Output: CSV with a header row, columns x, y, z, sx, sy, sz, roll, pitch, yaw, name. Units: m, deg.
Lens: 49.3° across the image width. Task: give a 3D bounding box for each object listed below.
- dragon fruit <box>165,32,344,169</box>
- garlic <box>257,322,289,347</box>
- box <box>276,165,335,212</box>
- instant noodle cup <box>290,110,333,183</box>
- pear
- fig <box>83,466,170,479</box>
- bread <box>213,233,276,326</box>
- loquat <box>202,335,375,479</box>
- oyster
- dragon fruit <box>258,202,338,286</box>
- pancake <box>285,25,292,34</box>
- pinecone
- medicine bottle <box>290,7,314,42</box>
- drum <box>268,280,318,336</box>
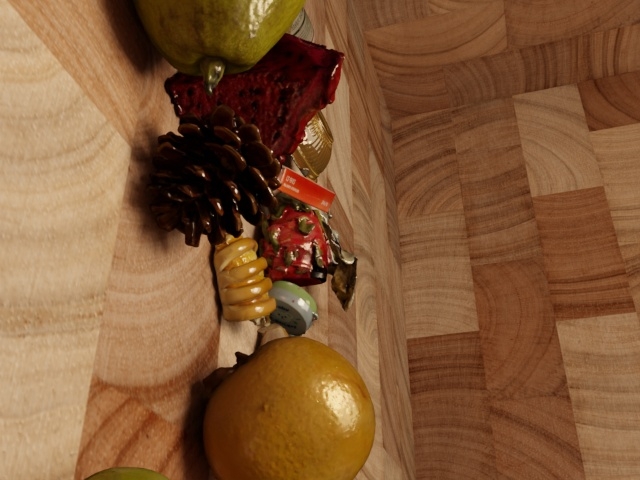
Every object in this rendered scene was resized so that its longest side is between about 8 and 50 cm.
x,y,z,sx,sy,sz,roll,pitch,yaw,name
-0.105,-0.233,1.160,0.240,0.330,0.302,-9,92,-54,dragon fruit
-0.066,0.268,1.360,0.128,0.090,0.198,-99,169,-62,garlic
-0.072,-0.123,1.417,0.229,0.123,0.050,22,94,-60,box
-0.034,-0.268,1.651,0.274,0.090,0.274,61,11,-21,instant noodle cup
-0.149,-0.393,1.034,0.287,0.287,0.375,39,53,-70,pear
-0.210,0.305,0.706,0.136,0.120,0.153,64,45,-63,fig
-0.133,0.072,1.219,0.119,0.084,0.177,-18,95,-76,bread
-0.057,0.277,1.067,0.275,0.274,0.275,-9,90,-76,loquat
-0.001,0.001,1.644,0.351,0.114,0.238,50,9,-41,oyster
-0.048,0.007,1.446,0.166,0.160,0.172,8,69,-31,dragon fruit
-0.130,-0.467,1.403,0.242,0.050,0.242,-27,127,-42,pancake
-0.161,-0.084,1.011,0.208,0.207,0.208,-9,90,-76,pinecone
-0.104,-0.519,1.587,0.250,0.131,0.131,50,34,-65,medicine bottle
-0.078,0.172,1.425,0.049,0.130,0.253,-57,172,-36,drum
